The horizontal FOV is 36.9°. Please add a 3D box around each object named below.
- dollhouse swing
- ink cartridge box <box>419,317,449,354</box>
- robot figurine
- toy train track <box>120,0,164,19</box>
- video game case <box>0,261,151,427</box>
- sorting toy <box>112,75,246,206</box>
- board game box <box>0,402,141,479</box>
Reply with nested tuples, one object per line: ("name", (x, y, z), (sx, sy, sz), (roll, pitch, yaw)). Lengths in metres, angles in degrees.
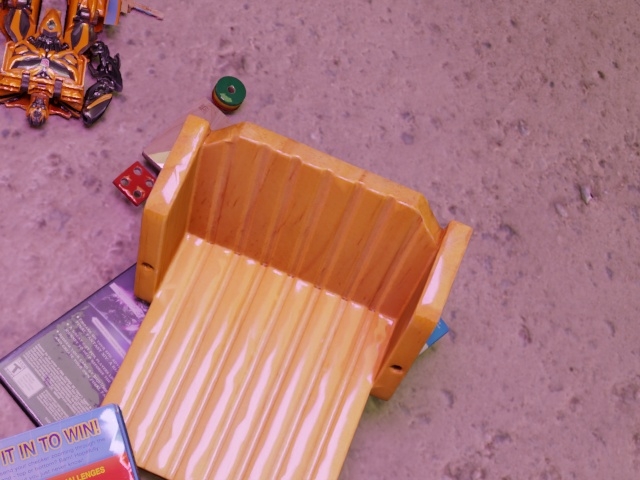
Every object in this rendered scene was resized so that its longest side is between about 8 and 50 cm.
("dollhouse swing", (-0.066, 0.105, 1.090), (0.346, 0.315, 0.305), (23, 54, 2))
("ink cartridge box", (0.050, 0.128, 1.309), (0.203, 0.086, 0.148), (-34, 85, -32))
("robot figurine", (-0.365, -0.292, 1.294), (0.211, 0.085, 0.291), (8, 66, -17))
("toy train track", (-0.270, -0.341, 1.403), (0.083, 0.014, 0.048), (18, 55, -24))
("video game case", (-0.238, 0.152, 1.202), (0.274, 0.026, 0.196), (-39, 88, -33))
("sorting toy", (-0.167, -0.104, 1.330), (0.132, 0.046, 0.274), (42, 58, -3))
("board game box", (-0.313, 0.362, 0.987), (0.308, 0.086, 0.302), (-17, 75, -10))
